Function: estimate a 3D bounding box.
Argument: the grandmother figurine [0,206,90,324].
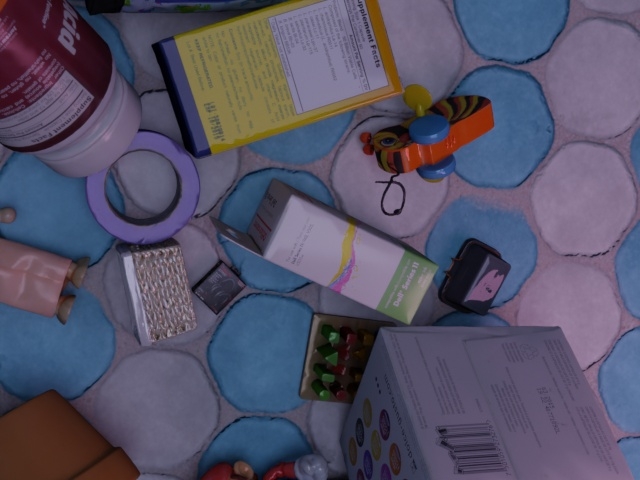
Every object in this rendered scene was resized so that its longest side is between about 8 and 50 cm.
[{"bbox_3d":[-0.567,0.038,1.656,0.342,0.104,0.208,22,75,-12],"label":"grandmother figurine"}]

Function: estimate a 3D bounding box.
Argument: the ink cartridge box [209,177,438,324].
[{"bbox_3d":[0.000,0.000,1.716,0.353,0.207,0.119,25,95,-16],"label":"ink cartridge box"}]

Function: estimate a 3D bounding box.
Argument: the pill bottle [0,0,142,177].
[{"bbox_3d":[-0.442,-0.266,1.478,0.224,0.224,0.392,-45,145,-3],"label":"pill bottle"}]

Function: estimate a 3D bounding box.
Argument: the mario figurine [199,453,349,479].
[{"bbox_3d":[-0.078,0.486,1.793,0.320,0.170,0.198,11,62,-22],"label":"mario figurine"}]

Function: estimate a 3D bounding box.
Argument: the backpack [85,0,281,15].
[{"bbox_3d":[-0.177,-0.491,1.580,0.355,0.273,0.290,7,61,-27],"label":"backpack"}]

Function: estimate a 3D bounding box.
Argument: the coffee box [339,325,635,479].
[{"bbox_3d":[0.257,0.375,1.702,0.338,0.338,0.334,0,135,-17],"label":"coffee box"}]

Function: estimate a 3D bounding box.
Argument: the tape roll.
[{"bbox_3d":[-0.300,-0.092,1.700,0.189,0.080,0.189,-2,99,-12],"label":"tape roll"}]

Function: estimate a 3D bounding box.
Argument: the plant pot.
[{"bbox_3d":[-0.470,0.379,1.650,0.291,0.291,0.203,-31,88,-6],"label":"plant pot"}]

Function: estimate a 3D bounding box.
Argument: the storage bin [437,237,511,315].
[{"bbox_3d":[0.284,0.070,1.854,0.098,0.091,0.135,28,91,-15],"label":"storage bin"}]

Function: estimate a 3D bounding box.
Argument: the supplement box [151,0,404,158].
[{"bbox_3d":[-0.074,-0.283,1.661,0.356,0.195,0.194,-18,103,-9],"label":"supplement box"}]

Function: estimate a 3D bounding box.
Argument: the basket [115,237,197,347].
[{"bbox_3d":[-0.278,0.083,1.718,0.103,0.113,0.167,-12,101,-15],"label":"basket"}]

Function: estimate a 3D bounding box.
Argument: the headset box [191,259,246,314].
[{"bbox_3d":[-0.176,0.080,1.780,0.083,0.032,0.062,-44,105,-2],"label":"headset box"}]

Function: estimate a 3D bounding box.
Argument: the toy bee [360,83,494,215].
[{"bbox_3d":[0.156,-0.179,1.763,0.298,0.162,0.195,-19,122,-41],"label":"toy bee"}]

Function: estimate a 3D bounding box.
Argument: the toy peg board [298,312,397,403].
[{"bbox_3d":[0.057,0.226,1.833,0.160,0.079,0.161,8,98,-14],"label":"toy peg board"}]
